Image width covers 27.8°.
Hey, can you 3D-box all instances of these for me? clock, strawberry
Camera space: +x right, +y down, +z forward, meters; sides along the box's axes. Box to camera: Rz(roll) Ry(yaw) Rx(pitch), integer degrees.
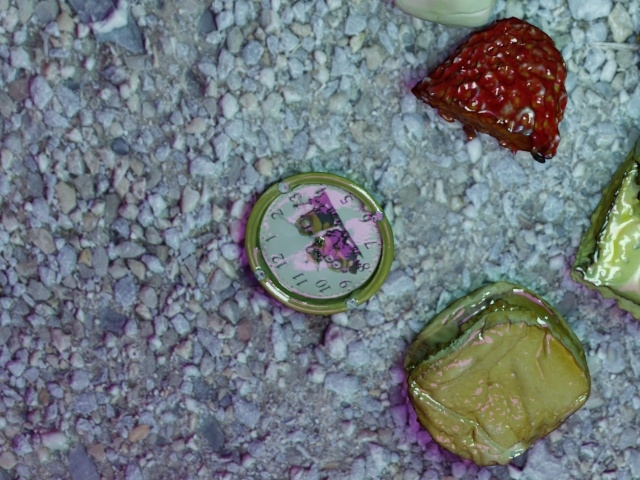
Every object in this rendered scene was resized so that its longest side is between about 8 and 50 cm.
[{"bbox_3d":[0.000,0.000,2.009,0.237,0.057,0.237,3,110,7],"label":"clock"},{"bbox_3d":[0.259,-0.224,1.817,0.233,0.234,0.178,25,92,-3],"label":"strawberry"}]

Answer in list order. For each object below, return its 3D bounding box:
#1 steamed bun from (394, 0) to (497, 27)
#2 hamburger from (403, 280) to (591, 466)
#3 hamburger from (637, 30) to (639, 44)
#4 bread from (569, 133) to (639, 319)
[{"bbox_3d":[0.186,-0.406,1.770,0.169,0.152,0.239,11,111,3],"label":"steamed bun"},{"bbox_3d":[0.267,0.208,2.015,0.283,0.145,0.259,-35,108,14],"label":"hamburger"},{"bbox_3d":[0.548,-0.274,1.808,0.213,0.108,0.214,1,107,4],"label":"hamburger"},{"bbox_3d":[0.497,-0.015,1.879,0.204,0.162,0.262,30,95,6],"label":"bread"}]
